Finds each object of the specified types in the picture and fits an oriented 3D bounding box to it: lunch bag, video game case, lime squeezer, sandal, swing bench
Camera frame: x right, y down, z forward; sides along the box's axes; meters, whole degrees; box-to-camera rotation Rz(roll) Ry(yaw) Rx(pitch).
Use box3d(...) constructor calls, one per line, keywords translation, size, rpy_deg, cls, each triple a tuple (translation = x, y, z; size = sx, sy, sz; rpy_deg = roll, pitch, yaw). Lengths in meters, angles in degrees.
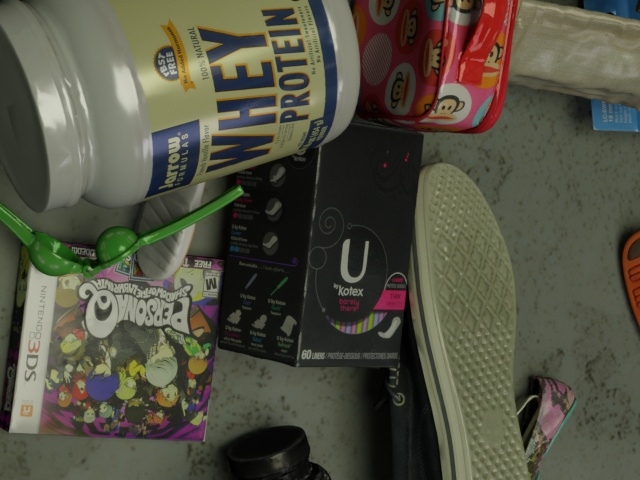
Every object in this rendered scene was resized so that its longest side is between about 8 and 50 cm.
box3d(translation=(0.137, -0.268, 1.699), size=(0.120, 0.258, 0.293), rpy_deg=(7, 93, -25), cls="lunch bag")
box3d(translation=(-0.225, 0.112, 1.669), size=(0.232, 0.042, 0.210), rpy_deg=(7, 91, -28), cls="video game case")
box3d(translation=(-0.238, -0.015, 1.584), size=(0.310, 0.059, 0.110), rpy_deg=(3, 88, -7), cls="lime squeezer")
box3d(translation=(-0.135, -0.079, 1.670), size=(0.076, 0.102, 0.265), rpy_deg=(22, 79, -45), cls="sandal")
box3d(translation=(0.317, -0.300, 1.794), size=(0.253, 0.165, 0.255), rpy_deg=(8, 83, -13), cls="swing bench")

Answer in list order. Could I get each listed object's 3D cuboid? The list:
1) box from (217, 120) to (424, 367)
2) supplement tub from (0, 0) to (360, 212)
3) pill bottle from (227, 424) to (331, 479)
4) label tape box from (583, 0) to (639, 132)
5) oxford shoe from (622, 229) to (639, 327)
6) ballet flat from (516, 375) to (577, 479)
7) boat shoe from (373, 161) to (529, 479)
box3d(translation=(0.000, 0.000, 1.702), size=(0.165, 0.143, 0.270), rpy_deg=(3, 93, -43), cls="box")
box3d(translation=(-0.151, -0.167, 1.474), size=(0.324, 0.235, 0.235), rpy_deg=(-19, 104, -24), cls="supplement tub")
box3d(translation=(-0.034, 0.331, 1.747), size=(0.122, 0.123, 0.219), rpy_deg=(-21, 104, -24), cls="pill bottle")
box3d(translation=(0.507, -0.257, 1.948), size=(0.333, 0.106, 0.241), rpy_deg=(1, 81, -26), cls="label tape box")
box3d(translation=(0.531, 0.113, 2.045), size=(0.364, 0.130, 0.133), rpy_deg=(53, 39, -14), cls="oxford shoe")
box3d(translation=(0.251, 0.273, 1.926), size=(0.079, 0.077, 0.222), rpy_deg=(28, 77, -9), cls="ballet flat")
box3d(translation=(0.140, 0.158, 1.799), size=(0.186, 0.156, 0.500), rpy_deg=(-2, 84, -48), cls="boat shoe")
